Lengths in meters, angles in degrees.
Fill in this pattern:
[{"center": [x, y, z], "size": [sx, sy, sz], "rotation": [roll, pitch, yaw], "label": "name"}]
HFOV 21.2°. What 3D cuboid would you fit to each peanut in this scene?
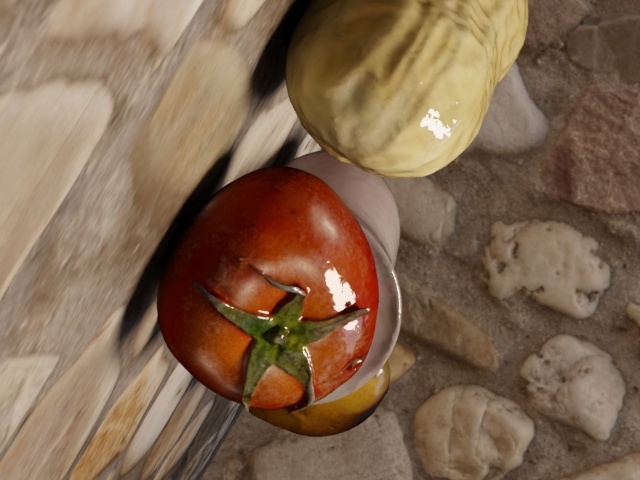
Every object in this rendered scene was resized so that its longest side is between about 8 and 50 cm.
[{"center": [0.065, -0.140, 1.220], "size": [0.152, 0.152, 0.313], "rotation": [-61, 179, 35], "label": "peanut"}]

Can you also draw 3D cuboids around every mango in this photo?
[{"center": [-0.022, 0.117, 1.867], "size": [0.287, 0.152, 0.201], "rotation": [131, -40, -74], "label": "mango"}]

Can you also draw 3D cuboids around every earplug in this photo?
[{"center": [0.000, 0.000, 1.454], "size": [0.172, 0.172, 0.301], "rotation": [-60, -178, 22], "label": "earplug"}]

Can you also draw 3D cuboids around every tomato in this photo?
[{"center": [-0.037, 0.028, 1.202], "size": [0.167, 0.167, 0.167], "rotation": [-59, 176, -6], "label": "tomato"}]
